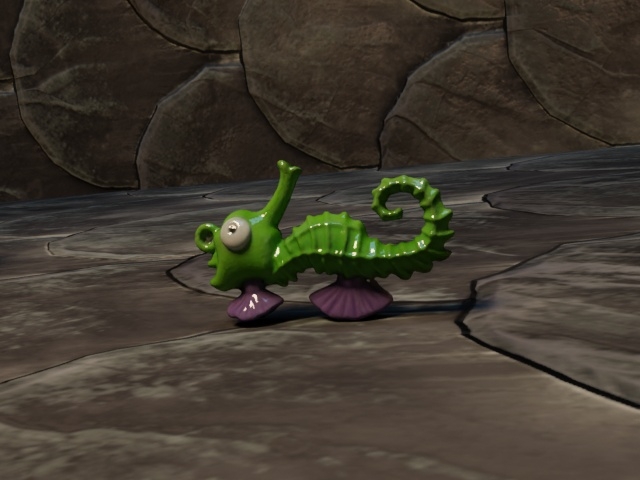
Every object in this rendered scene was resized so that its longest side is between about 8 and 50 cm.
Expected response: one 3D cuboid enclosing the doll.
[{"bbox_3d":[0.000,0.000,0.637,0.190,0.115,0.050,-2,7,16],"label":"doll"}]
